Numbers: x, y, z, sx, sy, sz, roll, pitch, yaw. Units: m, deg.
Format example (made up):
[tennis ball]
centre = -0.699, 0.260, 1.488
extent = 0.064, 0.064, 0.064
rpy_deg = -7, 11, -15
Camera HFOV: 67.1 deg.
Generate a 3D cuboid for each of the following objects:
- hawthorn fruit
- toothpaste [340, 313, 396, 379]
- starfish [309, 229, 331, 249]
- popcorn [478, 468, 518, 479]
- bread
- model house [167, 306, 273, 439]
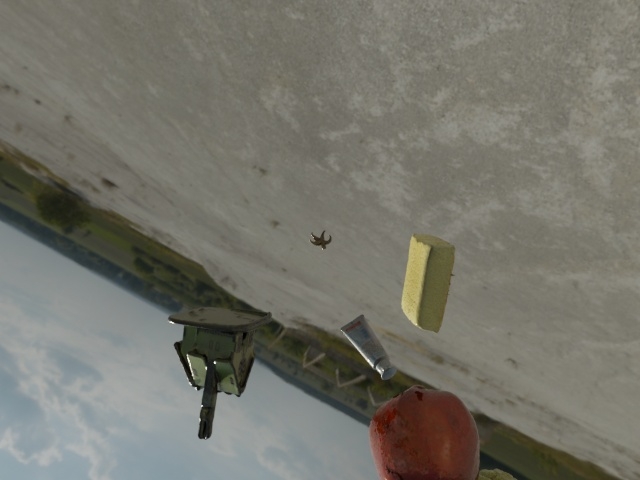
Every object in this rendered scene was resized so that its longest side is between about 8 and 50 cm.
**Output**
[hawthorn fruit]
centre = 0.194, 0.412, 0.890
extent = 0.211, 0.299, 0.211
rpy_deg = 3, 126, 4
[toothpaste]
centre = 0.149, 0.323, 1.486
extent = 0.234, 0.089, 0.057
rpy_deg = 52, 170, 45
[starfish]
centre = 0.000, 0.000, 1.625
extent = 0.091, 0.028, 0.078
rpy_deg = -8, -133, -37
[popcorn]
centre = 0.447, 0.739, 1.235
extent = 0.282, 0.282, 0.247
rpy_deg = 38, -176, -29
[bread]
centre = 0.228, 0.086, 1.035
extent = 0.068, 0.189, 0.125
rpy_deg = 4, -167, -8
[model house]
centre = -0.244, 0.308, 1.154
extent = 0.204, 0.279, 0.218
rpy_deg = 6, -178, 15
